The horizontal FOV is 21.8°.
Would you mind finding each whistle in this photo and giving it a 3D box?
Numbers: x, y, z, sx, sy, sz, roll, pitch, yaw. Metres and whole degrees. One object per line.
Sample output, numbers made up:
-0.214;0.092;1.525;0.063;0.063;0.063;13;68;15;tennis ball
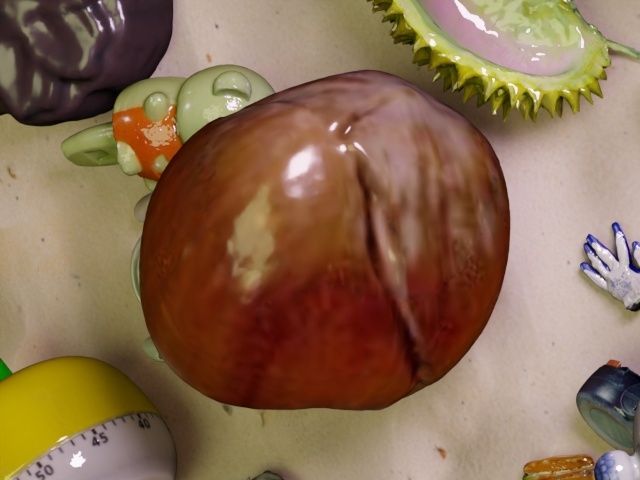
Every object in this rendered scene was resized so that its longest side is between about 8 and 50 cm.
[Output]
-0.153;-0.117;1.762;0.288;0.131;0.106;-12;62;29;whistle

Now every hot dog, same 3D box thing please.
0.244;0.235;1.695;0.083;0.021;0.037;-10;109;30;hot dog

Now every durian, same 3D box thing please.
0.130;-0.248;1.552;0.169;0.157;0.355;-40;82;15;durian

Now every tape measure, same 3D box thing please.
0.330;0.121;1.608;0.107;0.104;0.180;28;83;45;tape measure

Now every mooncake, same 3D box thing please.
-0.302;-0.264;1.799;0.283;0.141;0.283;7;105;26;mooncake

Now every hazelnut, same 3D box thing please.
0.000;0.000;1.587;0.372;0.372;0.315;-55;51;29;hazelnut

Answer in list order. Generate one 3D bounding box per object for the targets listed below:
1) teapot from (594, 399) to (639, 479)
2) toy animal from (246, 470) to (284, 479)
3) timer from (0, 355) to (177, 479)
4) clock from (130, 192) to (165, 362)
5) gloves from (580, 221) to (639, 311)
0.377;0.177;1.451;0.280;0.252;0.424;-14;97;3;teapot
-0.098;0.352;1.885;0.121;0.094;0.225;51;123;18;toy animal
-0.322;0.223;1.881;0.285;0.285;0.285;8;108;27;timer
-0.143;0.036;1.835;0.151;0.062;0.191;-10;98;31;clock
0.290;0.024;1.609;0.086;0.026;0.064;46;119;17;gloves
